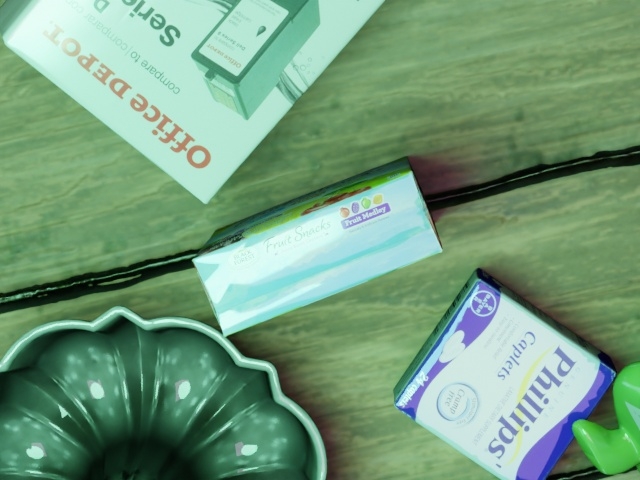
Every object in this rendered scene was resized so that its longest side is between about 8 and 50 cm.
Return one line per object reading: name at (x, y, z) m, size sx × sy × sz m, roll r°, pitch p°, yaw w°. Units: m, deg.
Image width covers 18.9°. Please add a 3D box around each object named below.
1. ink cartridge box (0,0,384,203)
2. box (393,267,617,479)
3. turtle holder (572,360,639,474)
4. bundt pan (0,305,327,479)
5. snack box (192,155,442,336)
ink cartridge box at (-0.079, -0.205, 1.484) m, size 0.211 × 0.121 × 0.289 m, roll 39°, pitch 95°, yaw -19°
box at (0.148, 0.114, 1.551) m, size 0.137 × 0.072 × 0.126 m, roll 34°, pitch 96°, yaw -2°
turtle holder at (0.377, 0.185, 1.468) m, size 0.227 × 0.243 × 0.320 m, roll -38°, pitch 83°, yaw -12°
bundt pan at (-0.147, 0.211, 1.544) m, size 0.331 × 0.124 × 0.331 m, roll 0°, pitch 94°, yaw 2°
snack box at (0.000, 0.000, 1.478) m, size 0.174 × 0.207 × 0.070 m, roll -21°, pitch 94°, yaw 3°
